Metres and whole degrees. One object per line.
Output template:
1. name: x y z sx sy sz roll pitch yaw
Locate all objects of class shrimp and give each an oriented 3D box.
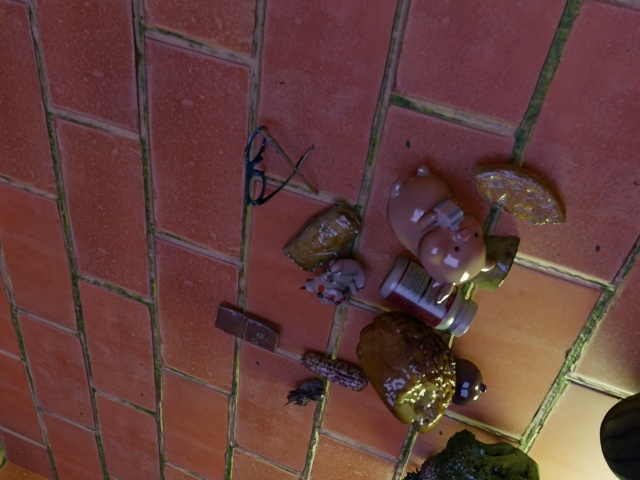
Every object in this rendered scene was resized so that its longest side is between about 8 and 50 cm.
1. shrimp: -0.058 0.537 2.208 0.090 0.079 0.233 13 145 -36

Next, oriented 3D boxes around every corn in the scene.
1. corn: 0.044 0.421 2.078 0.237 0.079 0.079 21 130 13

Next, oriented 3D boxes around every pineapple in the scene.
1. pineapple: 0.364 0.803 2.196 0.083 0.103 0.221 57 136 23

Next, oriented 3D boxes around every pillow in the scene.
1. pillow: -0.245 0.294 2.132 0.232 0.043 0.126 22 131 10

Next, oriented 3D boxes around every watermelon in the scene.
1. watermelon: 0.898 0.511 1.615 0.359 0.279 0.279 -27 110 41

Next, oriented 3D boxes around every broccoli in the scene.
1. broccoli: 0.514 0.763 1.968 0.321 0.310 0.413 19 161 -7

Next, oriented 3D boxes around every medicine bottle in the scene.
1. medicine bottle: 0.290 0.151 1.725 0.250 0.131 0.131 31 131 2

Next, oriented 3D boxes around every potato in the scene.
1. potato: 0.419 0.047 1.623 0.120 0.081 0.149 23 131 5

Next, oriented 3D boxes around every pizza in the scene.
1. pizza: 0.467 -0.116 1.496 0.246 0.058 0.127 20 129 8

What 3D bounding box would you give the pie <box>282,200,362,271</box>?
1. pie: 0.000 0.000 1.791 0.128 0.068 0.282 41 134 -10

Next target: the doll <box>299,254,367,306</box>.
1. doll: 0.046 0.115 1.831 0.149 0.095 0.192 24 133 -17

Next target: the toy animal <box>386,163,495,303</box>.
1. toy animal: 0.291 -0.025 1.536 0.256 0.195 0.213 52 159 31

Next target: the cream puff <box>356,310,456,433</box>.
1. cream puff: 0.256 0.352 1.784 0.231 0.327 0.343 -35 81 1

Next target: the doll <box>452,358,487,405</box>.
1. doll: 0.402 0.406 1.897 0.188 0.096 0.145 37 120 29

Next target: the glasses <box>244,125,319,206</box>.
1. glasses: -0.105 -0.189 1.706 0.207 0.102 0.239 1 128 -10
